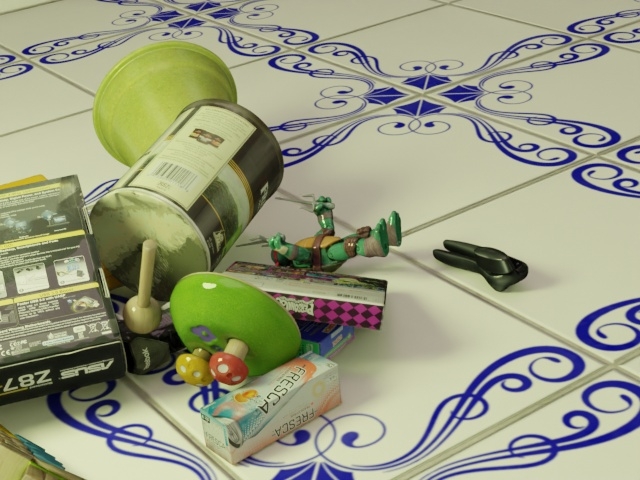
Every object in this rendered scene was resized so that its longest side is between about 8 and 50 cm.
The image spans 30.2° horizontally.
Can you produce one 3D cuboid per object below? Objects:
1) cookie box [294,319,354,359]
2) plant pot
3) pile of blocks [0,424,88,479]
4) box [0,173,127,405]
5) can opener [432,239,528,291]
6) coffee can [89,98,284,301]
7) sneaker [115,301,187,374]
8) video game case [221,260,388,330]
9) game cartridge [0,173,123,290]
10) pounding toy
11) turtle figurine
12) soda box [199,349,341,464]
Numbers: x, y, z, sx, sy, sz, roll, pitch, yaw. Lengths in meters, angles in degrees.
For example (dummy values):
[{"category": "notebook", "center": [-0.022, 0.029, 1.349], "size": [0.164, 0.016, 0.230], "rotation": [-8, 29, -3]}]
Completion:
[{"category": "cookie box", "center": [-0.020, 0.129, 1.660], "size": [0.107, 0.040, 0.092], "rotation": [12, 28, 32]}, {"category": "plant pot", "center": [-0.245, -0.178, 2.123], "size": [0.276, 0.276, 0.254], "rotation": [-14, 39, -16]}, {"category": "pile of blocks", "center": [-0.352, 0.296, 1.356], "size": [0.362, 0.149, 0.112], "rotation": [18, 77, 55]}, {"category": "box", "center": [-0.485, 0.082, 1.585], "size": [0.395, 0.097, 0.318], "rotation": [-13, 52, -14]}, {"category": "can opener", "center": [0.242, 0.028, 1.796], "size": [0.059, 0.073, 0.186], "rotation": [-28, 24, -23]}, {"category": "coffee can", "center": [-0.203, -0.066, 1.837], "size": [0.201, 0.201, 0.275], "rotation": [7, 38, 24]}, {"category": "sneaker", "center": [-0.227, 0.140, 1.651], "size": [0.234, 0.078, 0.106], "rotation": [-9, 30, 0]}, {"category": "video game case", "center": [-0.023, 0.074, 1.657], "size": [0.232, 0.042, 0.210], "rotation": [7, 8, 3]}, {"category": "game cartridge", "center": [-0.493, 0.017, 1.824], "size": [0.324, 0.052, 0.285], "rotation": [-20, 46, -43]}, {"category": "pounding toy", "center": [-0.152, 0.128, 1.522], "size": [0.237, 0.183, 0.110], "rotation": [25, 54, 1]}, {"category": "turtle figurine", "center": [0.000, 0.000, 1.831], "size": [0.234, 0.118, 0.175], "rotation": [-5, 28, 20]}, {"category": "soda box", "center": [-0.059, 0.207, 1.487], "size": [0.183, 0.063, 0.058], "rotation": [-26, 32, -34]}]
